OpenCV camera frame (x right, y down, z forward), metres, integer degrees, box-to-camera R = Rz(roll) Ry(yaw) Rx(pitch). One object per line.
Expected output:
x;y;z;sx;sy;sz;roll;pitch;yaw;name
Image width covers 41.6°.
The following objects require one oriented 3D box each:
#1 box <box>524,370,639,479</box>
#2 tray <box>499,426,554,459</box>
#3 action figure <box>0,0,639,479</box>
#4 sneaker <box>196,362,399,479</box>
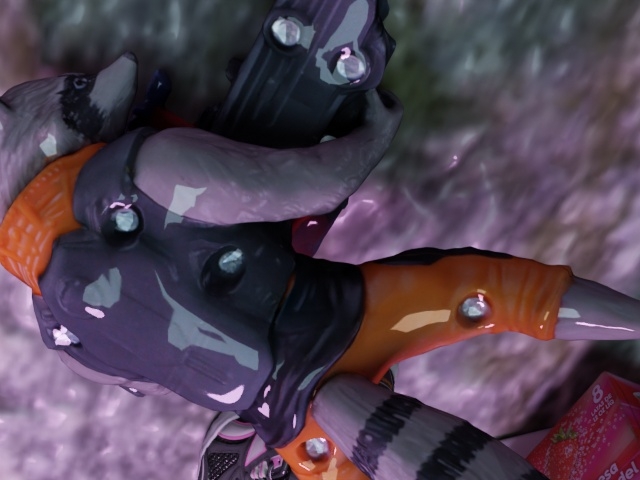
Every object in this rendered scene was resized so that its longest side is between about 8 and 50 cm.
0.165;0.222;0.517;0.128;0.123;0.257;22;120;-14;box
0.106;0.210;0.600;0.270;0.030;0.145;-17;122;10;tray
0.000;0.000;0.362;0.330;0.178;0.341;26;116;7;action figure
-0.020;0.129;0.517;0.072;0.077;0.178;30;118;-17;sneaker
